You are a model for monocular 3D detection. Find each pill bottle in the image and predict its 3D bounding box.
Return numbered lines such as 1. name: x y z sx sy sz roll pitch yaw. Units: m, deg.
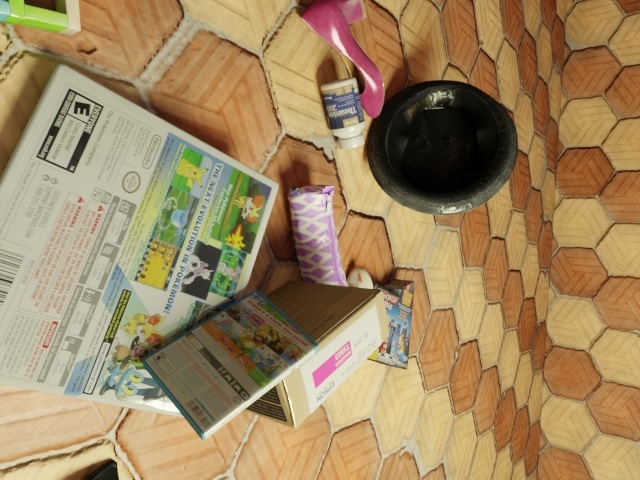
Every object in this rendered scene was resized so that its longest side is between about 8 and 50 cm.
1. pill bottle: 0.045 -0.233 0.878 0.067 0.067 0.120 -36 119 -43

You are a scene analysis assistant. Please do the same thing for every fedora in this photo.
1. fedora: 0.253 -0.178 1.028 0.152 0.334 0.334 79 30 -66

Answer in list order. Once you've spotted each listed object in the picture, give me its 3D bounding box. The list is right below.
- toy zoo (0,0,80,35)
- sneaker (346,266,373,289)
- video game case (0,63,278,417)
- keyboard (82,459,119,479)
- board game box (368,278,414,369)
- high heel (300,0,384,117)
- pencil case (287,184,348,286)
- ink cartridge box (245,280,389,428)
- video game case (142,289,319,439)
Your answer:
1. toy zoo: -0.367 -0.306 0.405 0.293 0.030 0.192 -9 100 -50
2. sneaker: 0.054 0.125 0.920 0.075 0.057 0.161 31 72 -53
3. video game case: -0.219 0.017 0.555 0.300 0.036 0.329 27 71 -34
4. keyboard: -0.279 0.374 0.570 0.100 0.038 0.192 -25 112 -72
5. board game box: 0.138 0.163 1.023 0.194 0.060 0.194 31 68 -47
6. high heel: 0.045 -0.325 0.884 0.117 0.082 0.244 -30 133 -14
7. pencil case: 0.000 0.000 0.825 0.086 0.088 0.206 -29 115 -49
8. ink cartridge box: -0.041 0.149 0.703 0.234 0.193 0.088 -30 114 -45
9. video game case: -0.101 0.134 0.553 0.166 0.119 0.015 -31 144 -35
